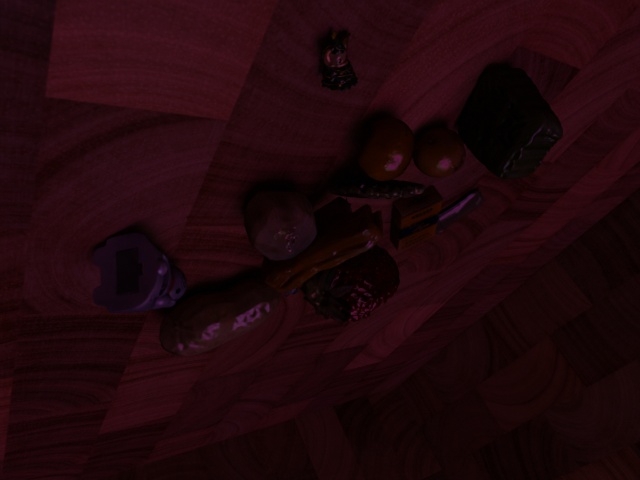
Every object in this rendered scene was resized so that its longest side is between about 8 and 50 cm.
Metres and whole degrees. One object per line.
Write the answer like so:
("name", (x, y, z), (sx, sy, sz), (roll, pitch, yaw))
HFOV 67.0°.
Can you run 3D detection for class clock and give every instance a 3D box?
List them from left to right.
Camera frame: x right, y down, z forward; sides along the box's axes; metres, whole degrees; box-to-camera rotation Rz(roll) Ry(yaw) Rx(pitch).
("clock", (-0.427, 0.098, 1.206), (0.189, 0.189, 0.254), (-27, 166, -1))

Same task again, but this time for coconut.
("coconut", (-0.099, -0.038, 1.209), (0.194, 0.194, 0.194), (-21, 150, -13))

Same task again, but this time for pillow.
("pillow", (0.496, -0.101, 1.763), (0.217, 0.033, 0.130), (-35, 147, 13))

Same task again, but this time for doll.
("doll", (0.025, -0.360, 0.966), (0.078, 0.077, 0.113), (-42, 127, -27))

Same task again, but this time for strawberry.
("strawberry", (0.102, 0.101, 1.576), (0.343, 0.292, 0.292), (-37, 160, -37))

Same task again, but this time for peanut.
("peanut", (-0.302, 0.222, 1.478), (0.387, 0.169, 0.192), (-23, 146, -16))

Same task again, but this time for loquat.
("loquat", (0.322, -0.235, 1.307), (0.141, 0.141, 0.141), (-21, 150, -13))

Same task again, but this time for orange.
("orange", (0.156, -0.225, 1.182), (0.134, 0.156, 0.156), (24, 125, -29))

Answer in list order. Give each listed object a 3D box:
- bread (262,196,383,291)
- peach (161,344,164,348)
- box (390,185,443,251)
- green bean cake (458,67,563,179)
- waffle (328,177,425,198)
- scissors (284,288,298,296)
("bread", (0.000, 0.000, 1.311), (0.380, 0.185, 0.109), (-29, 132, 30))
("peach", (-0.482, 0.337, 1.607), (0.098, 0.061, 0.098), (-14, 147, -9))
("box", (0.318, -0.069, 1.636), (0.152, 0.070, 0.237), (-23, 152, -9))
("green bean cake", (0.479, -0.292, 1.235), (0.125, 0.248, 0.222), (-12, 144, -25))
("waffle", (0.153, -0.138, 1.292), (0.208, 0.214, 0.054), (-5, 100, -49))
("scissors", (-0.092, 0.164, 1.708), (0.058, 0.014, 0.119), (-15, 151, -30))
